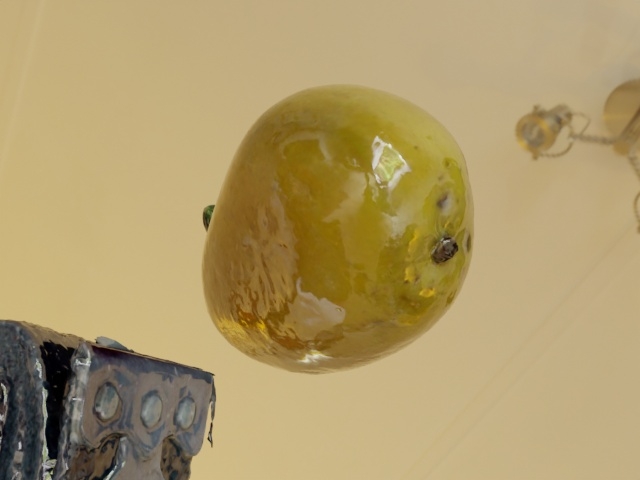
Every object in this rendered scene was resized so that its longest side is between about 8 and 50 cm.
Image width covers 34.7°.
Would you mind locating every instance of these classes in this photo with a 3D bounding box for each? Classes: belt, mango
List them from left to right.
[{"bbox_3d":[-0.134,0.141,0.410,0.122,0.128,0.218,2,-102,27],"label":"belt"},{"bbox_3d":[0.000,0.000,0.532,0.195,0.098,0.137,-32,-97,52],"label":"mango"}]

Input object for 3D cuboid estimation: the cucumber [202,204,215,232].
[{"bbox_3d":[-0.044,0.031,1.117,0.215,0.052,0.058,36,-71,-16],"label":"cucumber"}]
